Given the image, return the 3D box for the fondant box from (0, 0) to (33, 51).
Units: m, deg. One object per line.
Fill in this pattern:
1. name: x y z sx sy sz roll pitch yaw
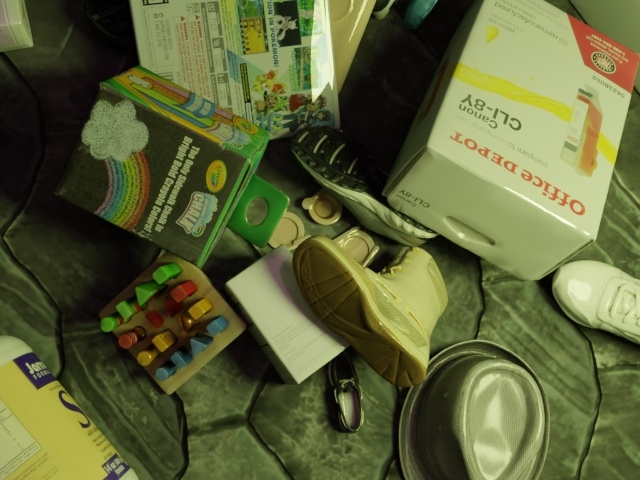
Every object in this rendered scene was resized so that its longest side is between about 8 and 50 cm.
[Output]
1. fondant box: -0.589 -0.438 1.217 0.238 0.096 0.330 -13 84 -12

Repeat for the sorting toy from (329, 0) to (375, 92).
1. sorting toy: -0.034 -0.355 1.299 0.208 0.038 0.193 20 105 -8

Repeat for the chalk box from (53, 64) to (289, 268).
1. chalk box: -0.186 -0.095 1.153 0.289 0.179 0.180 28 110 -6

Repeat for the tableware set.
1. tableware set: 0.000 0.000 1.281 0.141 0.020 0.169 -36 88 -14

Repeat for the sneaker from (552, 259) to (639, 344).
1. sneaker: 0.518 0.108 1.285 0.305 0.152 0.114 24 79 -3

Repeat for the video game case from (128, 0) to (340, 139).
1. video game case: -0.130 -0.311 1.237 0.299 0.036 0.329 -9 107 -11

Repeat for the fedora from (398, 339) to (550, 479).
1. fedora: 0.248 0.285 1.220 0.243 0.124 0.276 19 77 -6

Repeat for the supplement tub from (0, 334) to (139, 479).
1. supplement tub: -0.422 0.275 1.045 0.241 0.241 0.331 -40 89 -14

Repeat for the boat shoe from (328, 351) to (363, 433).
1. boat shoe: 0.040 0.230 1.237 0.046 0.038 0.125 -3 81 -11

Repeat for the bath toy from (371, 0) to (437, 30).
1. bath toy: 0.041 -0.474 1.318 0.348 0.129 0.151 21 77 -5

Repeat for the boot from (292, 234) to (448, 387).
1. boot: 0.083 0.059 1.194 0.262 0.095 0.203 47 38 -11

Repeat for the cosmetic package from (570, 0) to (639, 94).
1. cosmetic package: 0.561 -0.425 1.349 0.161 0.230 0.453 -35 87 -13

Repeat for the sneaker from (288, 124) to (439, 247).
1. sneaker: 0.062 -0.075 1.260 0.271 0.108 0.100 35 58 -1

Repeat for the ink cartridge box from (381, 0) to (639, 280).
1. ink cartridge box: 0.299 -0.174 1.239 0.279 0.160 0.385 28 59 -5

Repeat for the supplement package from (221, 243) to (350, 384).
1. supplement package: -0.053 0.111 1.207 0.105 0.105 0.179 -34 88 -14

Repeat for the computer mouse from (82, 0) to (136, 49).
1. computer mouse: -0.363 -0.388 1.281 0.071 0.041 0.242 -32 79 -31

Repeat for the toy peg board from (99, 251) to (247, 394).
1. toy peg board: -0.221 0.119 1.161 0.161 0.079 0.161 -41 89 10
